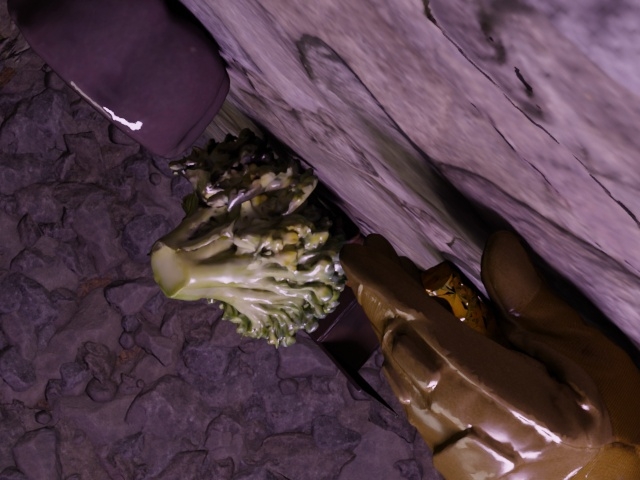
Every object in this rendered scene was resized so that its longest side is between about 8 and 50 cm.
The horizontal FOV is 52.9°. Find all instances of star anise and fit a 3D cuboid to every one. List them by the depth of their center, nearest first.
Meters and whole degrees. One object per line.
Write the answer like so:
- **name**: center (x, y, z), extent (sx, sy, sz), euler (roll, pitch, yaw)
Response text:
- **star anise**: center (0.001, -0.002, 1.194), extent (0.349, 0.109, 0.292), euler (41, 166, 30)

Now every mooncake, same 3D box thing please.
- **mooncake**: center (-0.207, -0.202, 0.684), extent (0.245, 0.133, 0.245), euler (42, 178, 2)

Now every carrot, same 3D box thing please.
- **carrot**: center (0.186, 0.107, 0.719), extent (0.228, 0.069, 0.069), euler (44, 177, -23)

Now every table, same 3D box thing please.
- **table**: center (0.150, 0.250, 1.652), extent (0.196, 0.250, 0.282), euler (45, 178, -40)

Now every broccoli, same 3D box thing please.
- **broccoli**: center (-0.099, 0.001, 0.999), extent (0.334, 0.324, 0.272), euler (65, -157, 9)

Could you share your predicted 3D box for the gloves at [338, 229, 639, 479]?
- **gloves**: center (0.139, 0.115, 0.433), extent (0.331, 0.141, 0.154), euler (35, 156, 0)
